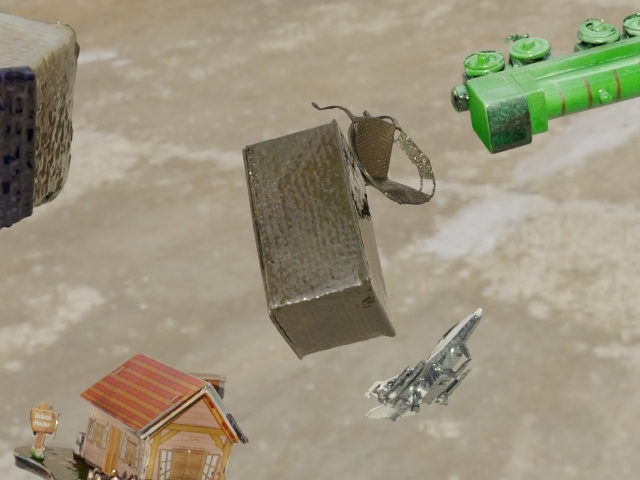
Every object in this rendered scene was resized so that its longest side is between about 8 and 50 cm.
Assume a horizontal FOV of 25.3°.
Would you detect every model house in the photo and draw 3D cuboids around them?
[{"bbox_3d":[-0.211,0.215,1.632,0.207,0.154,0.294,11,0,-31],"label":"model house"},{"bbox_3d":[-0.429,-0.125,1.472,0.298,0.243,0.284,8,19,1],"label":"model house"}]

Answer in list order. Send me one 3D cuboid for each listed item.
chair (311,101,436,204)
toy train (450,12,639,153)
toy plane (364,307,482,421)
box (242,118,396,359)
[{"bbox_3d":[0.084,-0.131,2.288,0.174,0.149,0.213,6,7,-42],"label":"chair"},{"bbox_3d":[0.258,-0.161,1.426,0.251,0.085,0.119,-15,31,-5],"label":"toy train"},{"bbox_3d":[0.144,0.176,1.845,0.160,0.082,0.234,4,-33,-40],"label":"toy plane"},{"bbox_3d":[-0.002,0.000,1.952,0.143,0.184,0.273,-15,61,9],"label":"box"}]
